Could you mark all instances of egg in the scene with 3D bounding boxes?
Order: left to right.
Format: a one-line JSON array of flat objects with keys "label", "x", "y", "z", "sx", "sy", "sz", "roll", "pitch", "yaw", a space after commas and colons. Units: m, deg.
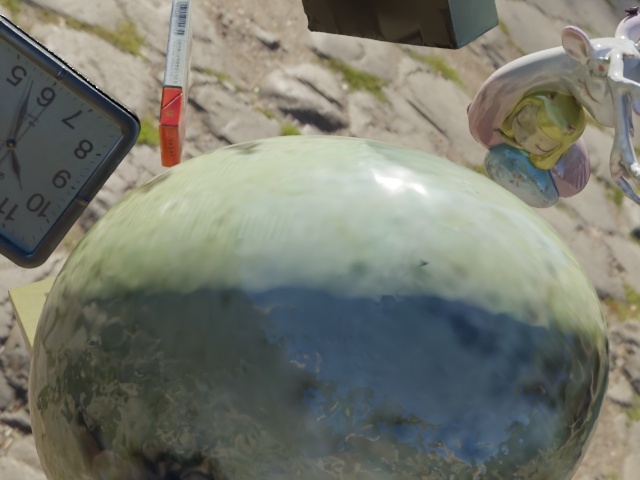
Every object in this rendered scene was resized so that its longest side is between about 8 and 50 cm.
[{"label": "egg", "x": -0.006, "y": 0.096, "z": 0.788, "sx": 0.345, "sy": 0.428, "sz": 0.345, "roll": 22, "pitch": 64, "yaw": -56}]

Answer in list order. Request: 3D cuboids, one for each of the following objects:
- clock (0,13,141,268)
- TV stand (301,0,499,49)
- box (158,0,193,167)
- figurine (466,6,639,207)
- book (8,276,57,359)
[{"label": "clock", "x": -0.431, "y": -0.138, "z": 1.549, "sx": 0.273, "sy": 0.279, "sz": 0.049, "roll": 38, "pitch": 8, "yaw": -13}, {"label": "TV stand", "x": 0.089, "y": -0.303, "z": 1.385, "sx": 0.083, "sy": 0.269, "sz": 0.088, "roll": -35, "pitch": 123, "yaw": -29}, {"label": "box", "x": -0.231, "y": -0.254, "z": 1.778, "sx": 0.035, "sy": 0.139, "sz": 0.245, "roll": 3, "pitch": 64, "yaw": -4}, {"label": "figurine", "x": 0.350, "y": -0.136, "z": 1.321, "sx": 0.206, "sy": 0.315, "sz": 0.284, "roll": -24, "pitch": 79, "yaw": -23}, {"label": "book", "x": -0.250, "y": 0.076, "z": 1.344, "sx": 0.231, "sy": 0.026, "sz": 0.161, "roll": -14, "pitch": 31, "yaw": -20}]
